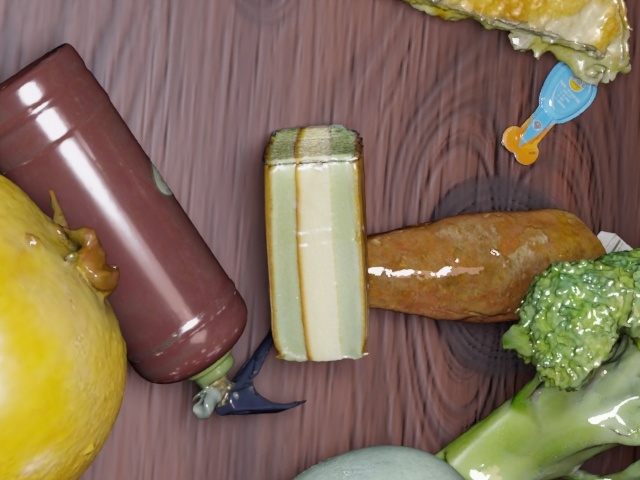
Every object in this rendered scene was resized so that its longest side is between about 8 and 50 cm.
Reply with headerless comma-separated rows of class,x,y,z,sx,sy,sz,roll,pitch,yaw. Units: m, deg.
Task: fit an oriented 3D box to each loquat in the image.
loquat,-0.255,0.071,1.101,0.275,0.275,0.275,-1,92,-21

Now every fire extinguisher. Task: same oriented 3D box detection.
fire extinguisher,-0.125,0.012,1.245,0.344,0.102,0.138,56,40,-14

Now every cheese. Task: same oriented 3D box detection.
cheese,0.199,-0.113,1.400,0.047,0.017,0.111,45,77,-13

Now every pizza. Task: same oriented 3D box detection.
pizza,0.152,-0.233,1.352,0.280,0.075,0.288,-42,107,-10

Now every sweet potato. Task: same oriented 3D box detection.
sweet potato,0.114,0.023,1.340,0.251,0.097,0.097,-2,93,-14

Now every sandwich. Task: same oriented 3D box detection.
sandwich,0.000,0.000,1.286,0.079,0.113,0.163,-3,107,4

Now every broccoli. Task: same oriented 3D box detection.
broccoli,0.239,0.123,1.282,0.302,0.186,0.254,-24,136,-16

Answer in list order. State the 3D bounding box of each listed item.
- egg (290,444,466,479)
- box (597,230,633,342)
egg,0.021,0.258,1.265,0.236,0.169,0.169,-39,104,-11
box,0.289,0.093,1.436,0.198,0.029,0.109,39,79,-19
